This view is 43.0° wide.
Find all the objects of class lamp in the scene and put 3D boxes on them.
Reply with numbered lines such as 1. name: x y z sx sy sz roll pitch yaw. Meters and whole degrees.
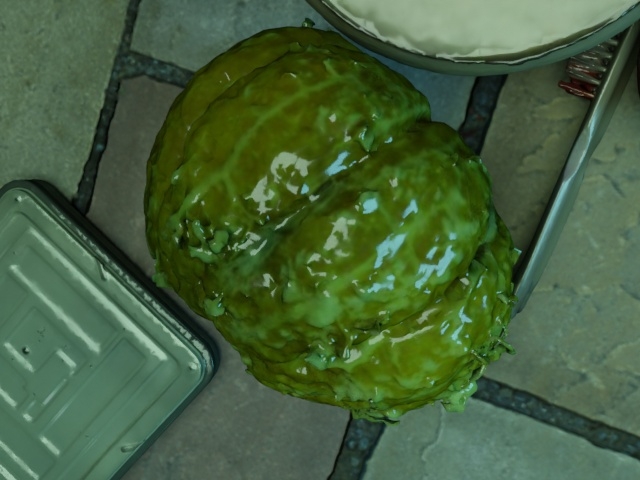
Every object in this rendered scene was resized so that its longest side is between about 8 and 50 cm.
1. lamp: -0.270 0.116 0.792 0.269 0.047 0.266 43 103 2

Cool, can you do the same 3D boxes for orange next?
1. orange: 0.000 0.000 0.600 0.223 0.300 0.301 -38 124 -5

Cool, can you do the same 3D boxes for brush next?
1. brush: 0.205 -0.089 0.659 0.050 0.060 0.321 24 103 20

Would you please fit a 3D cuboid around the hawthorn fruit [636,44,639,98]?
1. hawthorn fruit: 0.319 -0.135 0.578 0.173 0.173 0.172 2 99 11

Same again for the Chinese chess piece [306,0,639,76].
1. Chinese chess piece: 0.109 -0.278 0.533 0.338 0.140 0.338 4 111 12
